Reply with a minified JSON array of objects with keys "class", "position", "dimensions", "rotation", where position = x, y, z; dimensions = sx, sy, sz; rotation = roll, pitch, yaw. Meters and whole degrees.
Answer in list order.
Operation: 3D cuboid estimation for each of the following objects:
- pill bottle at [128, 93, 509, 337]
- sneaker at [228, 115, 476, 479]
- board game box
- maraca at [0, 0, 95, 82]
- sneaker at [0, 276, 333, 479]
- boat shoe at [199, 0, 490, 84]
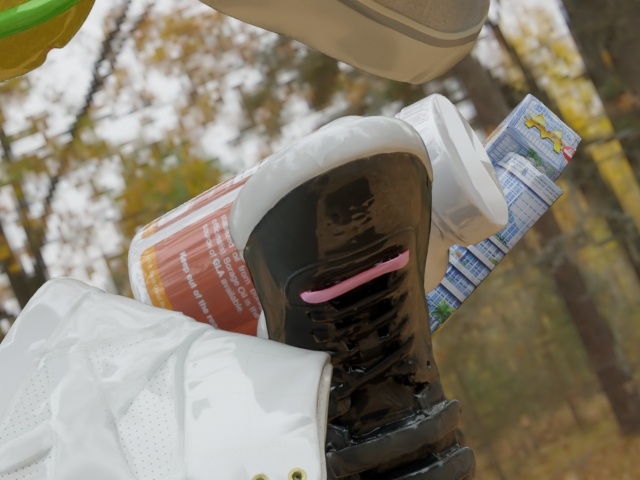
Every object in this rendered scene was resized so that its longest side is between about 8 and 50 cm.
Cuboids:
[{"class":"pill bottle","position":[0.000,0.000,1.059],"dimensions":[0.216,0.121,0.121],"rotation":[-28,-9,20]},{"class":"sneaker","position":[0.028,0.056,0.851],"dimensions":[0.105,0.146,0.295],"rotation":[-19,-23,-10]},{"class":"board game box","position":[0.122,-0.024,1.330],"dimensions":[0.194,0.060,0.194],"rotation":[-49,3,3]},{"class":"maraca","position":[-0.185,-0.121,0.798],"dimensions":[0.186,0.099,0.127],"rotation":[2,34,20]},{"class":"sneaker","position":[-0.080,0.133,0.716],"dimensions":[0.169,0.292,0.108],"rotation":[12,-47,10]},{"class":"boat shoe","position":[0.017,-0.099,0.476],"dimensions":[0.081,0.079,0.227],"rotation":[-41,-13,18]}]
